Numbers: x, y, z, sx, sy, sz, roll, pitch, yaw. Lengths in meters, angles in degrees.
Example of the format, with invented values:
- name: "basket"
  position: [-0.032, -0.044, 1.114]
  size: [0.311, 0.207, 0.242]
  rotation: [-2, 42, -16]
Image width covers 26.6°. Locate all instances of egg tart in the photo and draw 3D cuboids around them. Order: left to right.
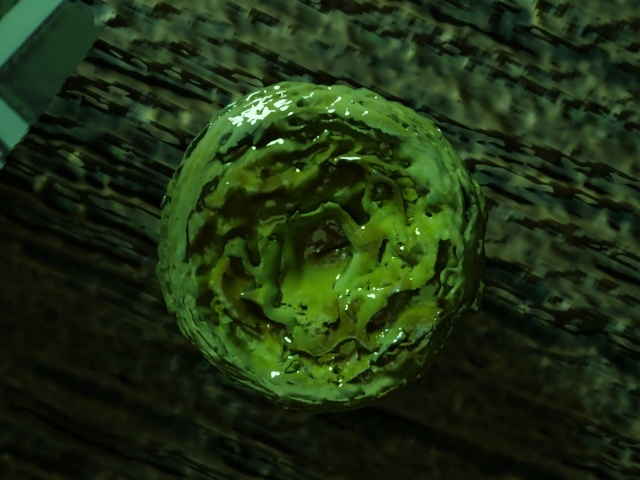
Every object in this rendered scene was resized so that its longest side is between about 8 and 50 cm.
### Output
- name: "egg tart"
  position: [0.000, 0.000, 0.516]
  size: [0.128, 0.049, 0.129]
  rotation: [1, 104, 3]

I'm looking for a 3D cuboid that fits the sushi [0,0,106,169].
- name: "sushi"
  position: [-0.208, -0.057, 0.487]
  size: [0.192, 0.050, 0.215]
  rotation: [40, 104, -8]
